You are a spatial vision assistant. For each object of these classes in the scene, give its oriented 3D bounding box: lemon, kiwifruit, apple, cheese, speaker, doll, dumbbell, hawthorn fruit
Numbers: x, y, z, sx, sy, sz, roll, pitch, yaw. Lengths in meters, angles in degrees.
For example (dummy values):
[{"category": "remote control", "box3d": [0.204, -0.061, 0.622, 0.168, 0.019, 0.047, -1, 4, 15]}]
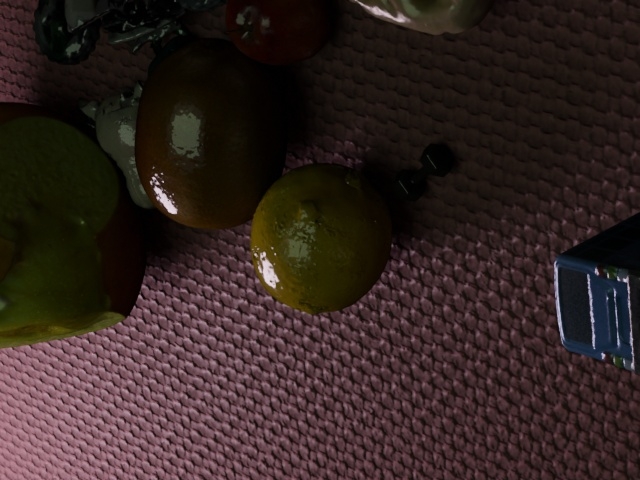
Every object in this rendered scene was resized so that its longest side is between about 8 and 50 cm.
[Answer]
[{"category": "lemon", "box3d": [0.000, 0.000, 1.862, 0.173, 0.173, 0.206, 34, 145, 25]}, {"category": "kiwifruit", "box3d": [-0.132, -0.133, 1.899, 0.196, 0.196, 0.234, 21, 122, 34]}, {"category": "apple", "box3d": [-0.440, -0.002, 2.144, 0.384, 0.374, 0.374, 31, 129, 29]}, {"category": "cheese", "box3d": [0.110, -0.321, 1.631, 0.235, 0.117, 0.218, -16, 101, 45]}, {"category": "speaker", "box3d": [-0.184, -0.236, 2.002, 0.075, 0.060, 0.094, -39, 48, 46]}, {"category": "doll", "box3d": [-0.237, -0.125, 2.072, 0.149, 0.095, 0.192, -19, 100, 48]}, {"category": "dumbbell", "box3d": [0.118, -0.078, 1.808, 0.083, 0.040, 0.036, -43, 48, 46]}, {"category": "hawthorn fruit", "box3d": [-0.053, -0.255, 1.818, 0.125, 0.140, 0.125, 19, 152, 10]}]

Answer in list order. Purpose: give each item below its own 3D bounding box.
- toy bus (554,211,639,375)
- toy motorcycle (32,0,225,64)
[{"category": "toy bus", "box3d": [0.343, 0.030, 1.521, 0.133, 0.234, 0.116, 14, 120, 47]}, {"category": "toy motorcycle", "box3d": [-0.237, -0.340, 1.926, 0.327, 0.143, 0.188, -15, 77, 34]}]
